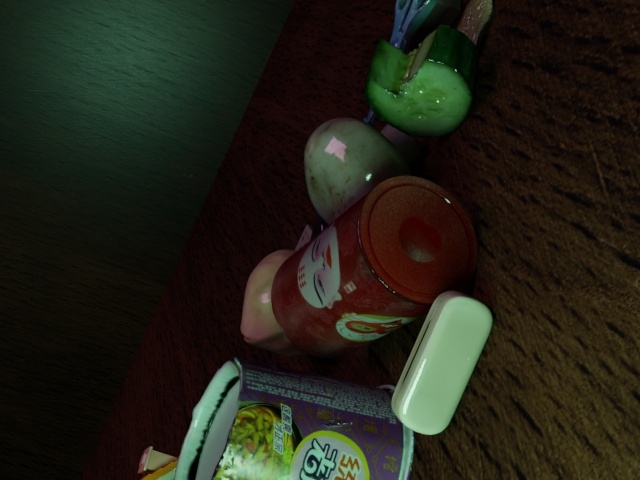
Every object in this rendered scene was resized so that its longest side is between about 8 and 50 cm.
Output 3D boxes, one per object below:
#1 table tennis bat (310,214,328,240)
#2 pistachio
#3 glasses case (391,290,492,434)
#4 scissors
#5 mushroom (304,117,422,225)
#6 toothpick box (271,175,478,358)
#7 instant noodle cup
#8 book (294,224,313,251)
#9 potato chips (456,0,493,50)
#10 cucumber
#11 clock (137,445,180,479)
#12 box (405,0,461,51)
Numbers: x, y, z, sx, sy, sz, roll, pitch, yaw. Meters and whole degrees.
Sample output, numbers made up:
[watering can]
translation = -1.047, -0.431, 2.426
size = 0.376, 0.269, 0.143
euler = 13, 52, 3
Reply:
[table tennis bat]
translation = 0.000, 0.000, 1.971
size = 0.150, 0.027, 0.236
euler = -111, 26, -64
[pistachio]
translation = -0.066, 0.121, 1.836
size = 0.214, 0.193, 0.318
euler = -32, 11, -3
[glasses case]
translation = 0.164, 0.165, 1.262
size = 0.196, 0.083, 0.050
euler = -65, 15, 2
[scissors]
translation = 0.162, -0.396, 1.870
size = 0.392, 0.032, 0.180
euler = -69, 19, -3
[mushroom]
translation = 0.095, -0.126, 1.692
size = 0.243, 0.244, 0.243
euler = -56, 20, 33
[toothpick box]
translation = 0.074, 0.052, 1.476
size = 0.333, 0.204, 0.204
euler = -39, 32, 57
[instant noodle cup]
translation = -0.055, 0.338, 1.402
size = 0.339, 0.266, 0.339
euler = -55, 22, 35
[book]
translation = -0.060, 0.086, 2.153
size = 0.231, 0.022, 0.162
euler = -65, 17, 10
[potato chips]
translation = 0.277, -0.391, 1.730
size = 0.142, 0.026, 0.209
euler = -50, 26, 37
[cucumber]
translation = 0.187, -0.277, 1.623
size = 0.191, 0.191, 0.130
euler = -38, 35, 58
[clock]
translation = -0.227, 0.497, 1.736
size = 0.106, 0.255, 0.219
euler = -43, 30, 54
[box]
translation = 0.232, -0.495, 1.936
size = 0.141, 0.058, 0.201
euler = -51, 24, 43
